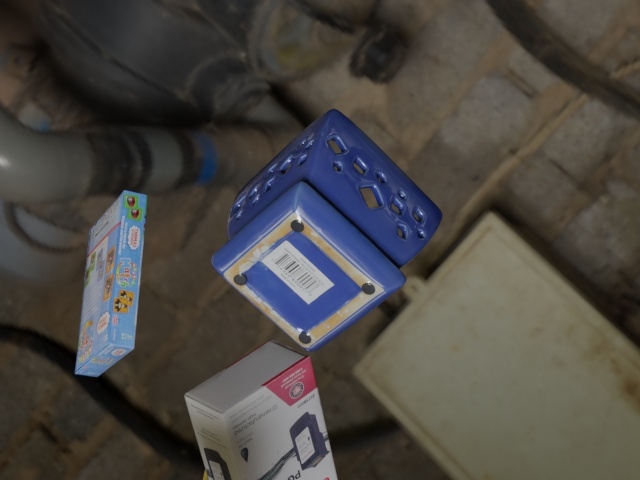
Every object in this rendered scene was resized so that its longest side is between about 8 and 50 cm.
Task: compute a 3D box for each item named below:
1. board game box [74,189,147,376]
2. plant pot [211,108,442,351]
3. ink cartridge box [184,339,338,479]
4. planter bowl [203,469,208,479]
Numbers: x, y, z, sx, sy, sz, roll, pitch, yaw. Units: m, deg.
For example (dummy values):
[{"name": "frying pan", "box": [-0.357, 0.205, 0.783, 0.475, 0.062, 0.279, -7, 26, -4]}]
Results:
[{"name": "board game box", "box": [-0.279, 0.060, 1.690, 0.039, 0.211, 0.160, 13, 156, -23]}, {"name": "plant pot", "box": [0.000, 0.000, 1.784, 0.236, 0.236, 0.212, -38, -165, 35]}, {"name": "ink cartridge box", "box": [-0.082, 0.296, 1.869, 0.172, 0.100, 0.237, -31, 122, -33]}, {"name": "planter bowl", "box": [-0.087, 0.424, 2.191, 0.217, 0.217, 0.090, -42, 146, -11]}]
